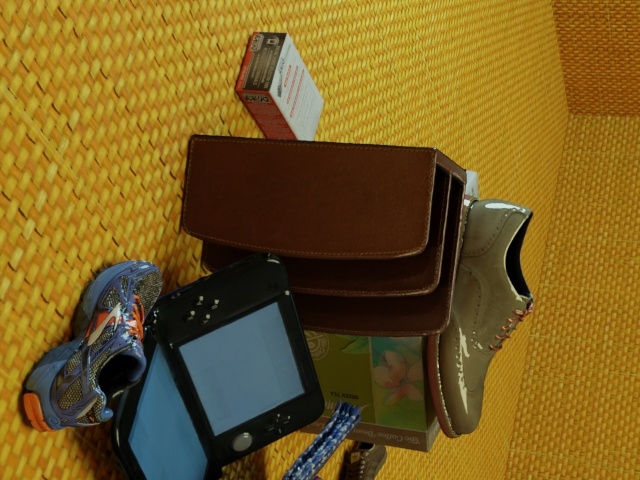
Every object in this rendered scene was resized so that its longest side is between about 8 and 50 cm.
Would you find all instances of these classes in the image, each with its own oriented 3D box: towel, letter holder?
[{"bbox_3d":[-0.071,0.348,1.471,0.243,0.040,0.336,-55,171,25],"label":"towel"},{"bbox_3d":[0.000,0.000,1.354,0.152,0.301,0.214,19,77,-69],"label":"letter holder"}]

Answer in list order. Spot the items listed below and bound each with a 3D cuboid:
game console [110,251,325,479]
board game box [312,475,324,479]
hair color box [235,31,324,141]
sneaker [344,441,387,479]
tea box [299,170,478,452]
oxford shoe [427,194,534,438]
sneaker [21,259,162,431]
[{"bbox_3d":[-0.103,0.203,1.299,0.173,0.250,0.293,54,-16,46],"label":"game console"},{"bbox_3d":[-0.044,0.454,1.441,0.275,0.144,0.142,-41,167,-51],"label":"board game box"},{"bbox_3d":[-0.052,-0.193,1.528,0.167,0.053,0.093,58,42,-59],"label":"hair color box"},{"bbox_3d":[0.061,0.397,1.963,0.071,0.066,0.188,64,27,-24],"label":"sneaker"},{"bbox_3d":[0.107,0.094,1.771,0.329,0.220,0.324,-50,139,-56],"label":"tea box"},{"bbox_3d":[0.229,0.112,1.608,0.123,0.130,0.348,-11,105,-66],"label":"oxford shoe"},{"bbox_3d":[-0.204,0.107,1.142,0.083,0.087,0.221,76,28,-42],"label":"sneaker"}]
